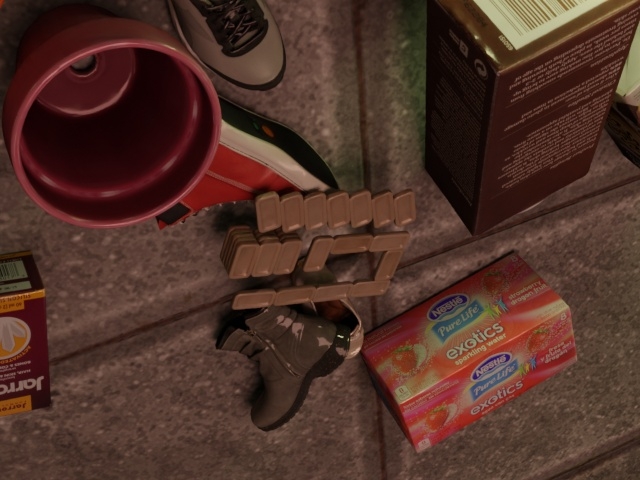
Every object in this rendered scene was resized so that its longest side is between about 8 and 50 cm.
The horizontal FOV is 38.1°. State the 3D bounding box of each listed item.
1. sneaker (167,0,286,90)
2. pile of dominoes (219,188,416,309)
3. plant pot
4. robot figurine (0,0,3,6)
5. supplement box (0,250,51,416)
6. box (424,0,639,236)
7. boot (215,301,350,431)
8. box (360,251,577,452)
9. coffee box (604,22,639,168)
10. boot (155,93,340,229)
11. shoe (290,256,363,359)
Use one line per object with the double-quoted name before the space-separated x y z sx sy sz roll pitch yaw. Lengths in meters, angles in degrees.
"sneaker" -0.110 -0.249 0.953 0.100 0.108 0.271 -37 135 -2
"pile of dominoes" 0.000 0.000 1.188 0.251 0.040 0.196 -4 135 -28
"plant pot" -0.221 -0.141 0.921 0.201 0.180 0.201 -16 130 -19
"robot figurine" -0.370 -0.223 0.810 0.128 0.158 0.219 38 105 -2
"supplement box" -0.381 0.116 1.098 0.104 0.081 0.188 -9 129 -24
"box" 0.237 -0.175 1.103 0.191 0.143 0.381 -29 154 -9
"boot" -0.081 0.167 1.323 0.161 0.083 0.246 25 128 -19
"box" 0.229 0.171 1.445 0.300 0.154 0.142 -28 133 -6
"coffee box" 0.461 -0.191 1.282 0.119 0.168 0.297 -45 133 8
"boot" -0.105 -0.064 1.125 0.244 0.088 0.176 23 121 -43
"shoe" 0.014 0.113 1.338 0.076 0.058 0.219 -32 134 -4
